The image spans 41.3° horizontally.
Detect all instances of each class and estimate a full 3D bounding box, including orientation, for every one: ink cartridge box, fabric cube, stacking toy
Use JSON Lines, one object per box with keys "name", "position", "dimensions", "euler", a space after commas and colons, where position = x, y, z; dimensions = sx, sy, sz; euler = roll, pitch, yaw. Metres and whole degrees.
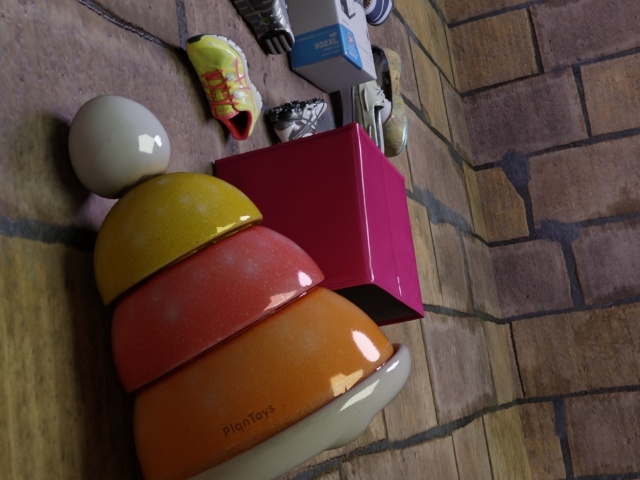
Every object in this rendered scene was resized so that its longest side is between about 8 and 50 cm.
{"name": "ink cartridge box", "position": [0.010, -0.508, 1.869], "dimensions": [0.223, 0.129, 0.307], "euler": [10, 69, -68]}
{"name": "fabric cube", "position": [0.000, 0.000, 1.372], "dimensions": [0.259, 0.254, 0.258], "euler": [35, 47, -61]}
{"name": "stacking toy", "position": [-0.141, 0.038, 0.997], "dimensions": [0.480, 0.350, 0.350], "euler": [62, 21, 2]}

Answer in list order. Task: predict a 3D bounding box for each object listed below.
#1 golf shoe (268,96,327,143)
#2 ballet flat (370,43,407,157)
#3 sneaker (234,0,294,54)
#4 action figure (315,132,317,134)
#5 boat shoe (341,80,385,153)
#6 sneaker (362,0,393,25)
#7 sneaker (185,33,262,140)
{"name": "golf shoe", "position": [-0.040, -0.228, 1.669], "dimensions": [0.198, 0.077, 0.094], "euler": [-36, 118, -58]}
{"name": "ballet flat", "position": [0.154, -0.374, 2.225], "dimensions": [0.123, 0.123, 0.348], "euler": [50, 35, -52]}
{"name": "sneaker", "position": [-0.113, -0.473, 1.614], "dimensions": [0.228, 0.086, 0.132], "euler": [67, 16, -53]}
{"name": "action figure", "position": [0.015, -0.066, 1.714], "dimensions": [0.280, 0.139, 0.091], "euler": [60, 19, 16]}
{"name": "boat shoe", "position": [0.107, -0.322, 2.001], "dimensions": [0.109, 0.094, 0.302], "euler": [6, 84, -70]}
{"name": "sneaker", "position": [0.137, -0.738, 2.374], "dimensions": [0.153, 0.099, 0.282], "euler": [23, 64, -60]}
{"name": "sneaker", "position": [-0.151, -0.242, 1.362], "dimensions": [0.208, 0.081, 0.094], "euler": [53, 33, -49]}
